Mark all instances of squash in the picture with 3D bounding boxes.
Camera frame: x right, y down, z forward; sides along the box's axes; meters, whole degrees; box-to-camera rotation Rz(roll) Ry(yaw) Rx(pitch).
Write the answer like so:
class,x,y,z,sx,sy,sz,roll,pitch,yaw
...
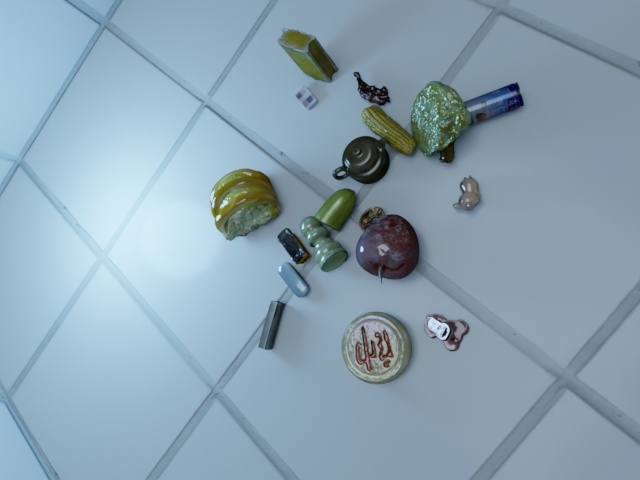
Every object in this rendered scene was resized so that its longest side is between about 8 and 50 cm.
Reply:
class,x,y,z,sx,sy,sz,roll,pitch,yaw
squash,0.074,-0.137,1.953,0.123,0.123,0.187,42,99,24

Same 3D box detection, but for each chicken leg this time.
class,x,y,z,sx,sy,sz,roll,pitch,yaw
chicken leg,0.211,-0.640,2.016,0.219,0.048,0.090,37,94,25

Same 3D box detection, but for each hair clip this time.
class,x,y,z,sx,sy,sz,roll,pitch,yaw
hair clip,0.460,0.332,1.752,0.138,0.102,0.123,23,89,58

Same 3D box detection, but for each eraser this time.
class,x,y,z,sx,sy,sz,roll,pitch,yaw
eraser,-0.063,-0.647,2.150,0.065,0.026,0.105,-45,68,14

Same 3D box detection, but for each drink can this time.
class,x,y,z,sx,sy,sz,roll,pitch,yaw
drink can,0.632,-0.507,1.783,0.234,0.097,0.097,-16,75,21

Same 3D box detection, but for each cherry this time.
class,x,y,z,sx,sy,sz,roll,pitch,yaw
cherry,0.253,0.040,1.794,0.235,0.213,0.286,16,63,-3

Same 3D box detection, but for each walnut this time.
class,x,y,z,sx,sy,sz,roll,pitch,yaw
walnut,0.213,-0.082,1.918,0.121,0.052,0.091,-46,66,8

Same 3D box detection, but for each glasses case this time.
class,x,y,z,sx,sy,sz,roll,pitch,yaw
glasses case,-0.116,0.167,2.023,0.067,0.045,0.178,-46,66,10
glasses case,-0.207,0.360,2.017,0.047,0.070,0.205,15,87,21

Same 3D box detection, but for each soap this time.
class,x,y,z,sx,sy,sz,roll,pitch,yaw
soap,-0.050,-0.793,2.032,0.173,0.274,0.089,29,92,25

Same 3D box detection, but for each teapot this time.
class,x,y,z,sx,sy,sz,roll,pitch,yaw
teapot,0.162,-0.329,1.917,0.267,0.175,0.186,-33,68,16

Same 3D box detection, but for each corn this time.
class,x,y,z,sx,sy,sz,roll,pitch,yaw
corn,0.278,-0.447,1.925,0.101,0.101,0.292,-46,68,10

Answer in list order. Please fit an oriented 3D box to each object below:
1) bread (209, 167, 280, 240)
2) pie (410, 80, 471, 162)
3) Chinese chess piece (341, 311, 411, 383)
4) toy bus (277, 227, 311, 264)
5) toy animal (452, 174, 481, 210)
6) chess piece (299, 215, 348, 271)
class,x,y,z,sx,sy,sz,roll,pitch,yaw
bread,-0.355,-0.178,2.099,0.315,0.211,0.271,-25,71,15
pie,0.440,-0.454,1.799,0.257,0.105,0.275,48,141,31
Chinese chess piece,0.212,0.408,1.804,0.269,0.112,0.271,-4,81,22
toy bus,-0.114,0.023,2.032,0.069,0.074,0.162,-44,69,19
toy animal,0.551,-0.174,1.771,0.089,0.083,0.150,10,67,4
chess piece,0.000,0.000,1.966,0.133,0.133,0.243,-41,61,12
